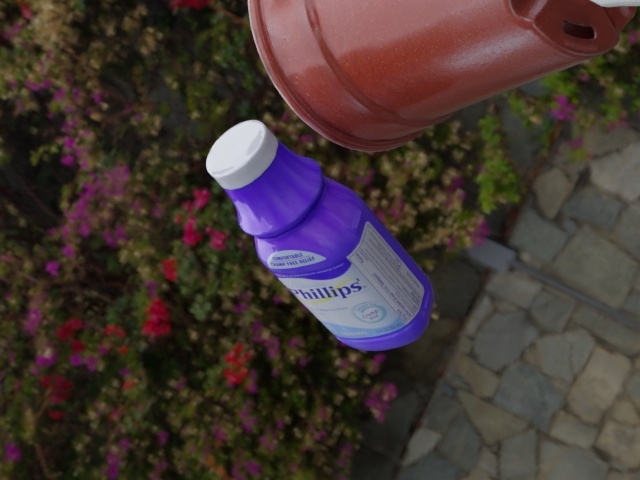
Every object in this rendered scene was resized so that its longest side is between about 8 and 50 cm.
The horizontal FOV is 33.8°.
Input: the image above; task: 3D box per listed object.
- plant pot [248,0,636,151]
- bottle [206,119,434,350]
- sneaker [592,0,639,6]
[{"bbox_3d":[0.121,-0.233,0.948,0.265,0.272,0.272,-8,45,50],"label":"plant pot"},{"bbox_3d":[0.000,0.000,1.017,0.283,0.118,0.092,48,-133,-38],"label":"bottle"},{"bbox_3d":[0.133,-0.105,0.345,0.115,0.232,0.090,-85,3,-58],"label":"sneaker"}]
